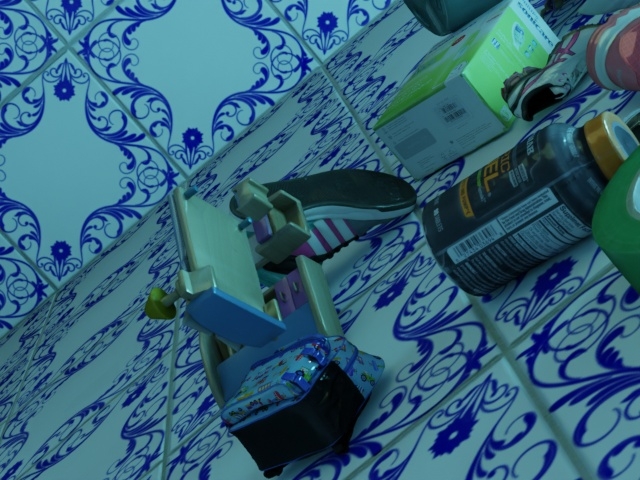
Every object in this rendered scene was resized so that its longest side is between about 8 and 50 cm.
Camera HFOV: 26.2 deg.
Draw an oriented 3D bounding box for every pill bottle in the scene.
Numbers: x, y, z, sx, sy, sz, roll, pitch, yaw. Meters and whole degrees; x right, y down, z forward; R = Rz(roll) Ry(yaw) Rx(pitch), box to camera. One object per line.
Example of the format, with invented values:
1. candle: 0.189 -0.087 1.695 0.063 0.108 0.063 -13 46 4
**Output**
1. pill bottle: 0.245 -0.047 1.545 0.246 0.130 0.130 -33 16 28

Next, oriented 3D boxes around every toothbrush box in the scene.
1. toothbrush box: 0.239 -0.251 2.218 0.206 0.122 0.283 -29 17 43

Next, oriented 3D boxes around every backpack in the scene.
1. backpack: -0.013 0.173 1.602 0.158 0.117 0.173 -27 17 43

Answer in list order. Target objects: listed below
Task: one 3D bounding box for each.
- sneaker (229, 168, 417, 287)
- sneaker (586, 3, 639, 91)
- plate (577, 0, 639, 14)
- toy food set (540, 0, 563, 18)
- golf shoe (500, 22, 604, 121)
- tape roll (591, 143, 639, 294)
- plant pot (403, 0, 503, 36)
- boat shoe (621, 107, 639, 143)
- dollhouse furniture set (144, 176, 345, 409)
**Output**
1. sneaker: 0.000 0.000 2.104 0.296 0.178 0.123 -7 41 -17
2. sneaker: 0.491 -0.293 1.752 0.314 0.116 0.136 -44 30 -4
3. plate: 0.524 -0.416 1.926 0.278 0.045 0.277 -31 -6 -17
4. toy food set: 0.444 -0.450 2.488 0.122 0.019 0.078 -35 15 24
5. golf shoe: 0.357 -0.241 2.010 0.186 0.067 0.086 -38 41 12
6. tape roll: 0.408 -0.072 1.290 0.321 0.077 0.321 -39 14 11
7. plant pot: 0.289 -0.539 2.361 0.334 0.341 0.341 -29 12 -8
8. boat shoe: 0.395 -0.140 1.599 0.142 0.049 0.040 -39 14 -1
9. dollhouse furniture set: -0.157 0.050 1.813 0.198 0.303 0.286 -35 51 22
